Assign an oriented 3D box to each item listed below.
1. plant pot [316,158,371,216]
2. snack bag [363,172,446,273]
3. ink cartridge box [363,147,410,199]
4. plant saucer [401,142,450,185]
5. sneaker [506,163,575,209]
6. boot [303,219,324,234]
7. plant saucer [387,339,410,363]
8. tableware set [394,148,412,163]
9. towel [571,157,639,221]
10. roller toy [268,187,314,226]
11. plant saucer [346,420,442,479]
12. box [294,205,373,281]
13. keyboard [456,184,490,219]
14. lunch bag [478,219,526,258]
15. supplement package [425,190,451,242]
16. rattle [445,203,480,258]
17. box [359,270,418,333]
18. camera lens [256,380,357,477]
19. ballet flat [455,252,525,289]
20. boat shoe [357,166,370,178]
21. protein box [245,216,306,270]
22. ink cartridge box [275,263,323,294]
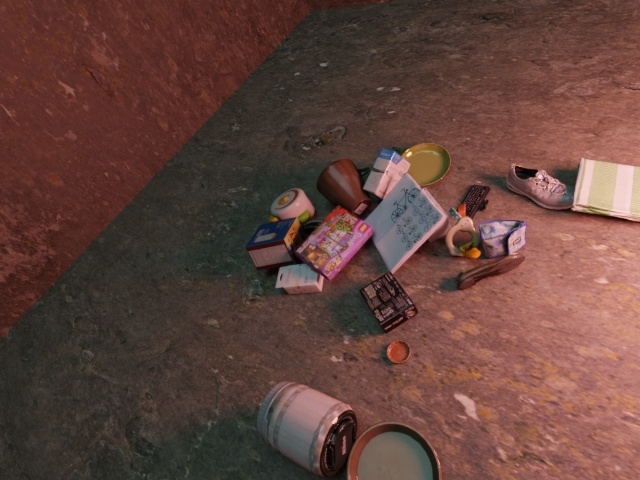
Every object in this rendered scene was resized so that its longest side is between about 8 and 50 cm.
[{"bbox_3d":[0.130,-0.225,1.920,0.215,0.215,0.230,-35,60,-1],"label":"plant pot"},{"bbox_3d":[0.324,-0.085,1.689,0.323,0.037,0.343,-51,39,26],"label":"snack bag"},{"bbox_3d":[0.298,-0.287,1.849,0.086,0.148,0.203,29,94,42],"label":"ink cartridge box"},{"bbox_3d":[0.476,-0.343,1.897,0.240,0.037,0.241,-10,59,17],"label":"plant saucer"},{"bbox_3d":[0.829,-0.205,1.548,0.281,0.115,0.105,30,73,39],"label":"sneaker"},{"bbox_3d":[0.000,-0.001,1.873,0.236,0.085,0.179,2,58,32],"label":"boot"},{"bbox_3d":[0.275,0.392,1.444,0.083,0.013,0.084,-15,48,17],"label":"plant saucer"},{"bbox_3d":[0.401,-0.400,2.016,0.104,0.024,0.154,-46,46,-14],"label":"tableware set"},{"bbox_3d":[1.056,-0.172,1.408,0.324,0.038,0.248,14,60,23],"label":"towel"},{"bbox_3d":[-0.142,-0.155,2.012,0.209,0.146,0.191,-17,36,28],"label":"roller toy"},{"bbox_3d":[0.214,0.680,1.207,0.277,0.041,0.278,-10,53,14],"label":"plant saucer"},{"bbox_3d":[0.058,0.007,1.760,0.201,0.057,0.293,35,74,28],"label":"box"},{"bbox_3d":[0.633,-0.156,1.686,0.108,0.023,0.180,21,67,39],"label":"keyboard"},{"bbox_3d":[0.657,-0.009,1.477,0.151,0.129,0.096,-14,50,16],"label":"lunch bag"},{"bbox_3d":[0.443,-0.100,1.687,0.105,0.105,0.179,-29,46,5],"label":"supplement package"},{"bbox_3d":[0.527,-0.038,1.517,0.130,0.142,0.200,5,93,23],"label":"rattle"},{"bbox_3d":[0.254,0.229,1.543,0.147,0.077,0.180,-33,45,1],"label":"box"},{"bbox_3d":[-0.038,0.592,1.310,0.274,0.219,0.219,11,60,35],"label":"camera lens"},{"bbox_3d":[0.597,0.099,1.462,0.249,0.084,0.058,-28,46,15],"label":"ballet flat"},{"bbox_3d":[0.177,-0.331,2.065,0.152,0.049,0.056,-26,45,8],"label":"boat shoe"},{"bbox_3d":[-0.199,0.013,1.893,0.201,0.136,0.200,-11,29,22],"label":"protein box"},{"bbox_3d":[-0.089,0.168,1.795,0.198,0.067,0.115,-7,51,23],"label":"ink cartridge box"}]
